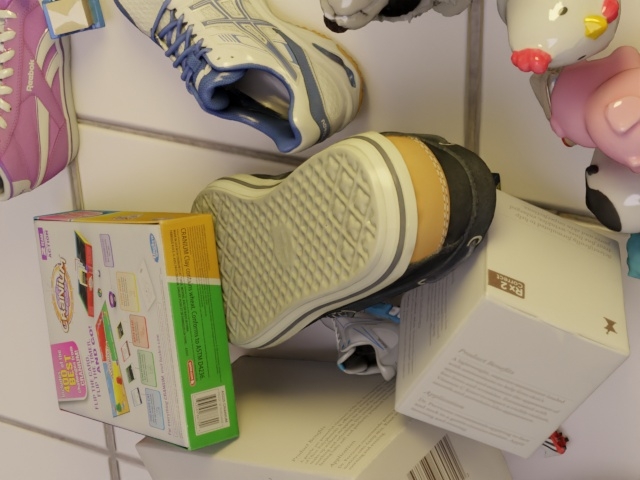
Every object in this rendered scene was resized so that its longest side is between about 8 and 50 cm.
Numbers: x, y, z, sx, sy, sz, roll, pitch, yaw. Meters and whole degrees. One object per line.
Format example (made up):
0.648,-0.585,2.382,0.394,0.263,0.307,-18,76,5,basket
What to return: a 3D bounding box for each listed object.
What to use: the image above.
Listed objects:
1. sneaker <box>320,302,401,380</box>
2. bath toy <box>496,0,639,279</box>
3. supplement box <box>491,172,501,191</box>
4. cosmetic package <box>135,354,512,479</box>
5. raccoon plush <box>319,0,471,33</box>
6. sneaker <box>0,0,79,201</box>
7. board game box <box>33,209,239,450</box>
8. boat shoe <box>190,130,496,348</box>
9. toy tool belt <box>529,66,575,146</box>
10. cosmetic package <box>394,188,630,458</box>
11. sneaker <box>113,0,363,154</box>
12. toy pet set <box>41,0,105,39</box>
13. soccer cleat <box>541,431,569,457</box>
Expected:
0.038,0.102,1.420,0.190,0.083,0.071,17,142,57,sneaker
0.262,-0.092,1.133,0.151,0.129,0.348,-13,127,36,bath toy
0.137,-0.023,1.342,0.083,0.056,0.083,6,120,27,supplement box
-0.005,0.239,1.438,0.365,0.197,0.155,-3,119,49,cosmetic package
0.144,-0.361,1.109,0.446,0.299,0.216,-40,78,8,raccoon plush
-0.354,-0.179,1.461,0.102,0.161,0.282,4,118,29,sneaker
-0.214,0.088,1.483,0.316,0.064,0.242,4,102,54,board game box
0.000,0.000,1.325,0.500,0.156,0.187,-21,79,61,boat shoe
0.234,-0.128,1.229,0.051,0.052,0.083,-16,110,44,toy tool belt
0.178,0.080,1.262,0.151,0.151,0.184,22,132,-14,cosmetic package
-0.101,-0.195,1.328,0.296,0.131,0.112,31,130,12,sneaker
-0.266,-0.280,1.420,0.122,0.065,0.114,-13,104,3,toy pet set
0.235,0.202,1.440,0.035,0.029,0.083,-30,105,34,soccer cleat
